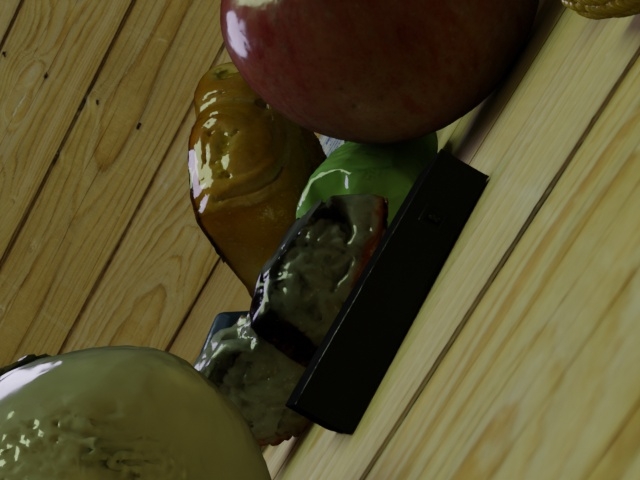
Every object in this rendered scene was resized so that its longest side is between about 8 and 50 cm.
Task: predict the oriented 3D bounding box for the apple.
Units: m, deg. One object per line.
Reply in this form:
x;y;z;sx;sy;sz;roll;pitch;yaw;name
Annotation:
0.073;-0.255;0.880;0.344;0.269;0.345;-26;36;21;apple

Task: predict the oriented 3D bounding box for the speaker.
0.050;0.040;0.614;0.218;0.044;0.082;-59;0;-15;speaker

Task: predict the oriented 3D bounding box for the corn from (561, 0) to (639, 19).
0.142;-0.136;0.353;0.067;0.067;0.206;-59;0;9;corn

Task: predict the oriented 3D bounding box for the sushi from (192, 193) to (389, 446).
-0.030;0.085;0.816;0.332;0.130;0.124;-59;3;8;sushi

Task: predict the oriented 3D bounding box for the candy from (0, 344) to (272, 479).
-0.115;0.190;0.389;0.295;0.185;0.296;15;-90;-86;candy

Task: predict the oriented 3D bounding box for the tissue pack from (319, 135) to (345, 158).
0.060;-0.105;1.386;0.270;0.137;0.209;-61;26;20;tissue pack

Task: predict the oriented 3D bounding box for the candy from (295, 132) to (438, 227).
0.069;-0.081;1.001;0.343;0.132;0.142;-62;-5;-67;candy

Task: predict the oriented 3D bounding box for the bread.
-0.053;-0.076;1.138;0.328;0.148;0.337;-93;-18;-44;bread

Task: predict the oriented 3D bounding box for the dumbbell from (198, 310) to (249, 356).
-0.128;0.233;1.137;0.144;0.160;0.325;-30;-20;-40;dumbbell
